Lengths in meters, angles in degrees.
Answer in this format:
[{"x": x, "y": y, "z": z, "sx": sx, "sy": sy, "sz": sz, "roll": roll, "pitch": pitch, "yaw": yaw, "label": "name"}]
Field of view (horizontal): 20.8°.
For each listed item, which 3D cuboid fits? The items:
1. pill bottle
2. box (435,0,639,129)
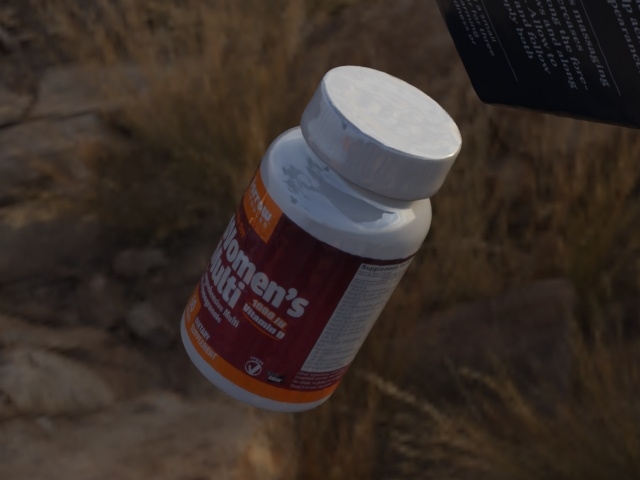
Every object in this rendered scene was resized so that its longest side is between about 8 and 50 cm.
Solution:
[{"x": 0.000, "y": 0.000, "z": 1.168, "sx": 0.121, "sy": 0.221, "sz": 0.121, "roll": 21, "pitch": 31, "yaw": -13, "label": "pill bottle"}, {"x": 0.246, "y": -0.209, "z": 0.871, "sx": 0.293, "sy": 0.212, "sz": 0.395, "roll": -32, "pitch": 20, "yaw": -16, "label": "box"}]
